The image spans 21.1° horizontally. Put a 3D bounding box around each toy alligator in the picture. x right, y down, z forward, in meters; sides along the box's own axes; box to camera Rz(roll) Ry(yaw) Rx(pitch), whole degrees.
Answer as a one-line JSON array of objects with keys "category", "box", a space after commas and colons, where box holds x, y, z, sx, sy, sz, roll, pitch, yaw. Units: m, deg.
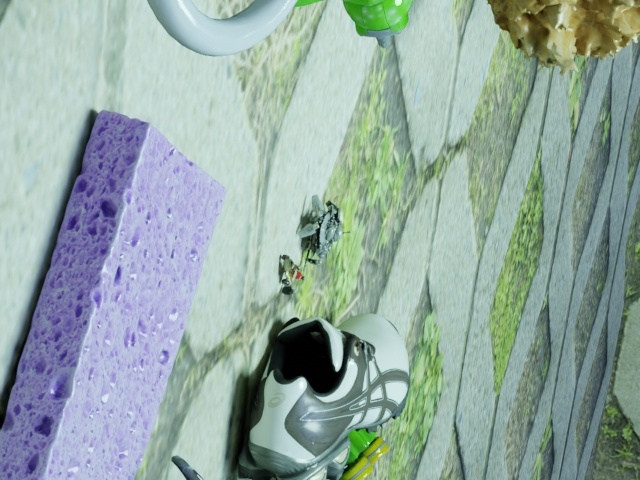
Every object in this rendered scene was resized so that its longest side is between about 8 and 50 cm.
[{"category": "toy alligator", "box": [-0.002, 0.150, 1.163, 0.051, 0.056, 0.190, -40, 180, 25]}]

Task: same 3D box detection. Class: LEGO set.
[{"category": "LEGO set", "box": [0.000, 0.003, 1.094, 0.054, 0.023, 0.083, 79, 29, -55]}]

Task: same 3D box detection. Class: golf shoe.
[{"category": "golf shoe", "box": [0.012, 0.082, 1.107, 0.198, 0.077, 0.094, -52, 150, -58]}]

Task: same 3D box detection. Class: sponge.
[{"category": "sponge", "box": [-0.100, 0.055, 0.786, 0.117, 0.031, 0.210, 48, 56, -71]}]

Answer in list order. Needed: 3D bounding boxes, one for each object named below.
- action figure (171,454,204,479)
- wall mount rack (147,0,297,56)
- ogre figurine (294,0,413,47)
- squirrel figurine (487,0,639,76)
[{"category": "action figure", "box": [-0.064, 0.253, 0.842, 0.164, 0.141, 0.275, -174, -78, -71]}, {"category": "wall mount rack", "box": [-0.031, -0.248, 0.597, 0.304, 0.130, 0.350, -14, 116, -62]}, {"category": "ogre figurine", "box": [0.020, -0.181, 0.912, 0.197, 0.097, 0.118, 102, -12, -70]}, {"category": "squirrel figurine", "box": [0.193, -0.299, 1.210, 0.397, 0.281, 0.370, -50, 162, -30]}]
